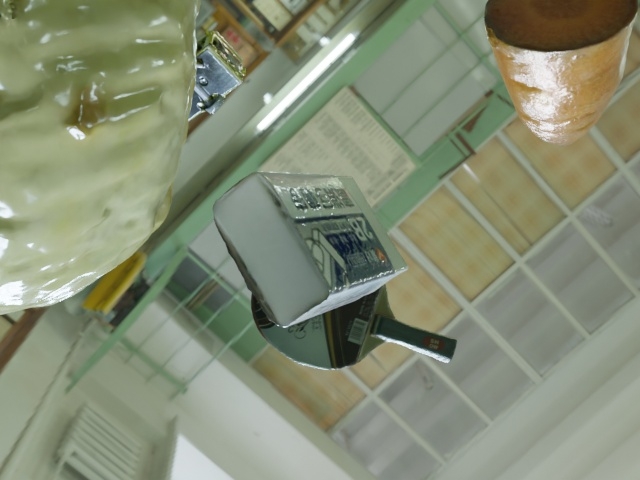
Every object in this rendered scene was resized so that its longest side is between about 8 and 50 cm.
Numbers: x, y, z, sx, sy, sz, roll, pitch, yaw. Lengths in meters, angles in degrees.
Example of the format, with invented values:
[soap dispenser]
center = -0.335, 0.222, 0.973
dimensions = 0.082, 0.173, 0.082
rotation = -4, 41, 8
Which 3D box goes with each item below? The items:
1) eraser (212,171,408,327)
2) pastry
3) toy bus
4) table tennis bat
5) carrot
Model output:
[eraser]
center = 0.000, 0.000, 0.688
dimensions = 0.068, 0.124, 0.210
rotation = -37, 168, 23
[pastry]
center = -0.263, -0.136, 0.490
dimensions = 0.313, 0.388, 0.389
rotation = -9, 174, -33
[toy bus]
center = -0.208, -0.193, 1.024
dimensions = 0.226, 0.081, 0.074
rotation = -31, -148, 26
[table tennis bat]
center = 0.048, 0.110, 1.048
dimensions = 0.022, 0.301, 0.173
rotation = 123, -13, -77
[carrot]
center = 0.276, -0.196, 0.871
dimensions = 0.159, 0.225, 0.159
rotation = -7, -124, 10
